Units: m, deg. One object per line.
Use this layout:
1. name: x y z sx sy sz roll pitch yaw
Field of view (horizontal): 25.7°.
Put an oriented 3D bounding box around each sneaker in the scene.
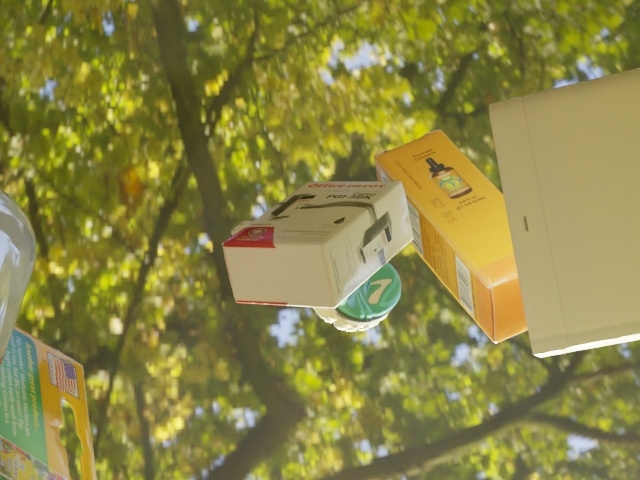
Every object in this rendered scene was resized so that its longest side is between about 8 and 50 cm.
1. sneaker: 0.020 0.023 1.524 0.110 0.107 0.275 -35 -29 20

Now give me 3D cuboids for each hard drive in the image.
1. hard drive: 0.294 -0.040 1.050 0.307 0.040 0.203 -12 -103 17

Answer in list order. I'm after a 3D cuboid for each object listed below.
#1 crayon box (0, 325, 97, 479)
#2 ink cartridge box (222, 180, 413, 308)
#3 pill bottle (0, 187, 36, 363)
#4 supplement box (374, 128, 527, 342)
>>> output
1. crayon box: -0.316 0.127 1.104 0.083 0.203 0.323 -34 -45 18
2. ink cartridge box: 0.000 0.000 1.140 0.099 0.135 0.056 1 -66 32
3. pill bottle: -0.264 0.144 0.456 0.229 0.229 0.408 21 -99 -18
4. supplement box: 0.136 -0.010 1.317 0.078 0.233 0.080 -22 -47 -13
